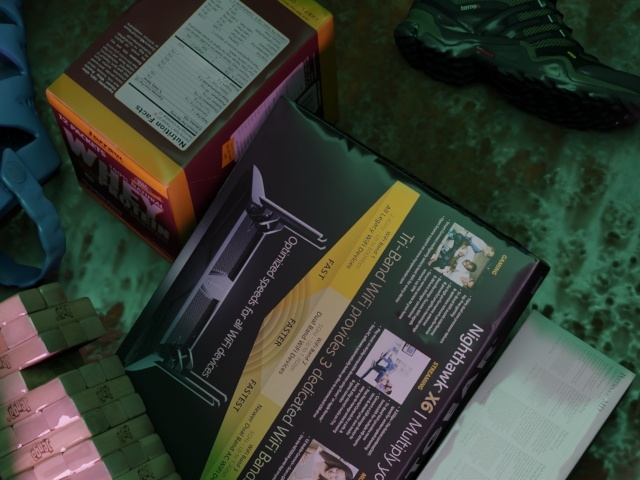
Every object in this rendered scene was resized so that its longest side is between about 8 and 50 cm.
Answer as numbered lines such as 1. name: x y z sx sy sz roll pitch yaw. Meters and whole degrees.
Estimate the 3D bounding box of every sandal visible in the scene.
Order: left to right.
1. sandal: -0.278 -0.079 1.645 0.138 0.126 0.317 19 57 -30

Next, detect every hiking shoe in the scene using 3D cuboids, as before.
1. hiking shoe: 0.182 -0.175 1.665 0.227 0.086 0.114 21 74 11

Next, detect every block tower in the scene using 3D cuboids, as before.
1. block tower: -0.160 0.199 1.470 0.097 0.091 0.335 -28 86 25

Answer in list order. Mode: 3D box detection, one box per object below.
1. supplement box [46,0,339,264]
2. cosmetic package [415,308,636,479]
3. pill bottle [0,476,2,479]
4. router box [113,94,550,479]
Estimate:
1. supplement box: -0.097 -0.109 1.594 0.129 0.191 0.194 39 74 16
2. cosmetic package: 0.141 0.181 1.541 0.099 0.060 0.239 33 74 14
3. pill bottle: -0.443 0.231 1.456 0.407 0.229 0.229 -25 70 -7
4. router box: -0.007 0.081 1.528 0.243 0.081 0.309 34 93 14
